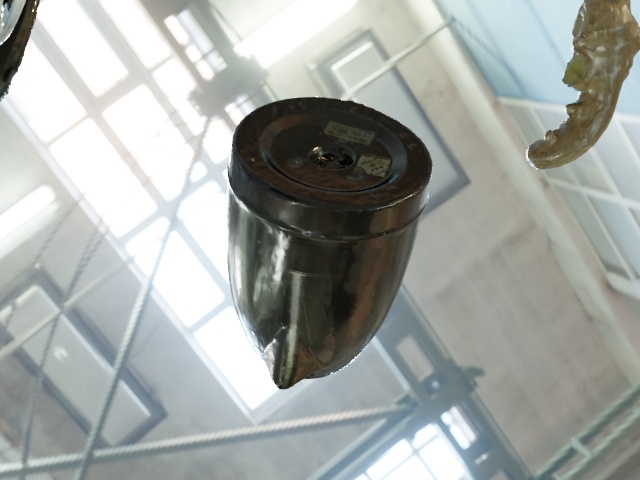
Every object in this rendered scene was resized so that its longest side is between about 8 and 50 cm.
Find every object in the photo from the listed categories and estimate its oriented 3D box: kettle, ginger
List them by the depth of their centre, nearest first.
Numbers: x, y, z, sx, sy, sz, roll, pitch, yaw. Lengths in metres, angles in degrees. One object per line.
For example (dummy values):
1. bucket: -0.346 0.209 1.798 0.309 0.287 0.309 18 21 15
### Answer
1. ginger: 0.246 -0.142 0.921 0.051 0.069 0.173 35 -68 62
2. kettle: 0.000 0.000 1.237 0.228 0.324 0.321 12 -143 3

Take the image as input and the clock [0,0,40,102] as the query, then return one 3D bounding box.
1. clock: -0.228 -0.246 0.699 0.312 0.061 0.313 -167 -90 -81
